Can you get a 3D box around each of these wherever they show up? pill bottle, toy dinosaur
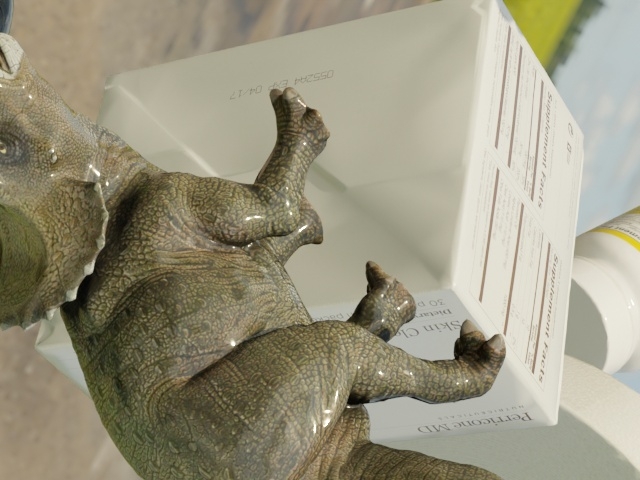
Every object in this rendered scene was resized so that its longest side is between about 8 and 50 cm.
[{"bbox_3d":[0.260,0.037,1.509,0.208,0.119,0.119,-24,152,-38],"label":"pill bottle"},{"bbox_3d":[-0.033,0.045,0.740,0.160,0.313,0.121,-35,170,-20],"label":"toy dinosaur"}]

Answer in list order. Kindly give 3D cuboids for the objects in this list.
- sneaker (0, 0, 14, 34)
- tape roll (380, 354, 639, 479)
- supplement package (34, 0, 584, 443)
[{"bbox_3d":[-0.306,-0.098,1.437,0.267,0.101,0.106,-54,-141,32],"label":"sneaker"},{"bbox_3d":[0.122,0.260,1.237,0.072,0.392,0.392,-18,142,-48],"label":"tape roll"},{"bbox_3d":[0.000,0.000,1.074,0.145,0.262,0.204,49,41,-44],"label":"supplement package"}]
